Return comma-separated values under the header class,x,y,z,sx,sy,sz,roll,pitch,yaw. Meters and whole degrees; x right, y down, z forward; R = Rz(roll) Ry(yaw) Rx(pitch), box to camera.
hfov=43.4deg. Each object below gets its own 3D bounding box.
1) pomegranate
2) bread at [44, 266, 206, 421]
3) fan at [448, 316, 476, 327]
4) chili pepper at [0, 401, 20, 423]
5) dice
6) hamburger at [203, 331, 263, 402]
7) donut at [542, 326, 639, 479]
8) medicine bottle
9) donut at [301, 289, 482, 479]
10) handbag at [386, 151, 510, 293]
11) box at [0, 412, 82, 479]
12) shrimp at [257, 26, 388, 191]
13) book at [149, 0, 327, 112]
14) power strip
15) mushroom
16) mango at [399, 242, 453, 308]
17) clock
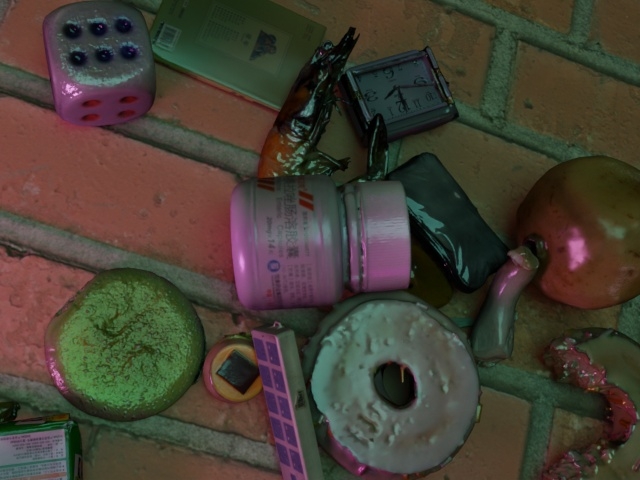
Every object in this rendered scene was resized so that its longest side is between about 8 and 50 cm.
class,x,y,z,sx,sy,sz,roll,pitch,yaw
pomegranate,0.574,-0.017,1.714,0.333,0.332,0.332,4,74,-15
bread,-0.363,0.198,1.523,0.302,0.045,0.301,4,75,-16
fan,0.307,0.179,1.739,0.193,0.016,0.038,0,84,-15
chili pepper,-0.638,0.301,1.416,0.202,0.050,0.051,12,109,-15
dice,-0.431,-0.342,1.570,0.193,0.192,0.194,-9,80,-17
hamburger,-0.159,0.244,1.551,0.127,0.081,0.141,23,84,-12
donut,0.607,0.375,1.701,0.308,0.150,0.370,7,74,-15
medicine bottle,0.000,0.000,1.535,0.325,0.256,0.256,-3,76,0
donut,0.128,0.288,1.589,0.383,0.142,0.382,4,74,-15
handbag,0.278,-0.039,1.741,0.192,0.075,0.332,-33,82,-41
box,-0.499,0.430,1.379,0.180,0.103,0.250,-3,81,-17
shrimp,0.031,-0.228,1.682,0.272,0.085,0.444,17,87,-1
book,-0.184,-0.434,1.751,0.352,0.035,0.239,22,72,-10
power strip,-0.055,0.329,1.493,0.043,0.106,0.367,-16,99,-30
mushroom,0.380,0.141,1.683,0.099,0.096,0.277,16,103,-4
mango,0.199,0.080,1.697,0.178,0.090,0.115,47,59,-9
clock,0.171,-0.321,1.797,0.253,0.083,0.186,-19,82,-20
